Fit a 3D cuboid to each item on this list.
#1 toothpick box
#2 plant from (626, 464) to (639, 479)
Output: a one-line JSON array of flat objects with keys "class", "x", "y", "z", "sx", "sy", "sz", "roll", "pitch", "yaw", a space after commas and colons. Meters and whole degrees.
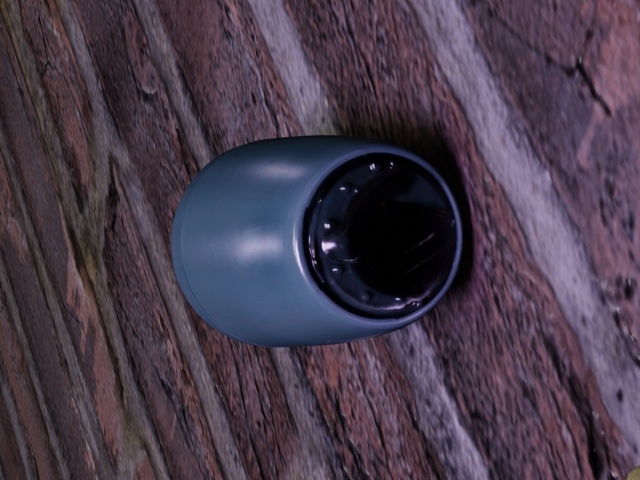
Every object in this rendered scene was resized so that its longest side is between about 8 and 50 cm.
[{"class": "toothpick box", "x": 0.000, "y": 0.000, "z": 1.063, "sx": 0.184, "sy": 0.120, "sz": 0.120, "roll": 177, "pitch": 84, "yaw": -67}, {"class": "plant", "x": 0.162, "y": 0.135, "z": 0.636, "sx": 0.306, "sy": 0.297, "sz": 0.261, "roll": -7, "pitch": -64, "yaw": -68}]
